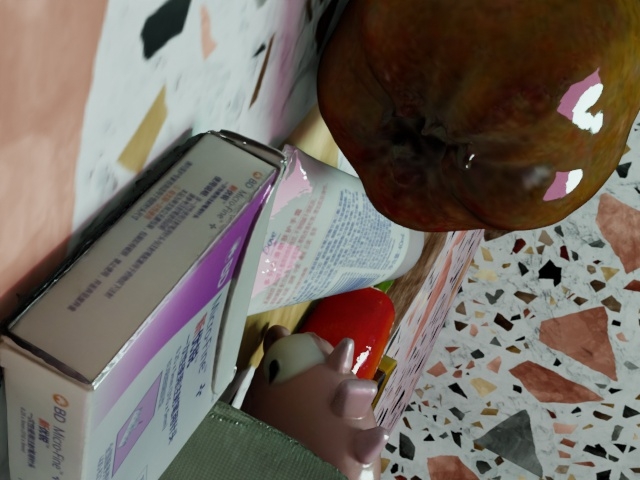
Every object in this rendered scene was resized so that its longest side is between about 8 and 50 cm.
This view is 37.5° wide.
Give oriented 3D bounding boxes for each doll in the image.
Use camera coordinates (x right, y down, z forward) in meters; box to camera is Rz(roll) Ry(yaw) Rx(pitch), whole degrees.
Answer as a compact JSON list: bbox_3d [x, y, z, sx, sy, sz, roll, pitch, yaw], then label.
[{"bbox_3d":[-0.012,0.181,0.754,0.211,0.093,0.261,-42,-134,44],"label":"doll"}]

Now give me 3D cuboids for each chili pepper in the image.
[{"bbox_3d":[-0.020,0.162,0.966,0.368,0.092,0.137,-54,-175,-12],"label":"chili pepper"}]

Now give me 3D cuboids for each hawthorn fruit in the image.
[{"bbox_3d":[0.116,-0.123,0.619,0.248,0.208,0.208,-53,164,-42],"label":"hawthorn fruit"}]

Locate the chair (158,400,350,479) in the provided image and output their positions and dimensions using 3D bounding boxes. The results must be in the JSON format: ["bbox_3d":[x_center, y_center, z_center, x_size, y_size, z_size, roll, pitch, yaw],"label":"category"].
[{"bbox_3d":[-0.115,0.279,0.603,0.319,0.160,0.186,-62,170,6],"label":"chair"}]

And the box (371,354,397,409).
[{"bbox_3d":[0.033,0.250,1.377,0.152,0.070,0.237,-65,170,10],"label":"box"}]

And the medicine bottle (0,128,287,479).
[{"bbox_3d":[-0.094,0.062,0.487,0.171,0.052,0.201,-52,165,-44],"label":"medicine bottle"}]

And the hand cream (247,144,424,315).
[{"bbox_3d":[0.000,0.000,0.720,0.248,0.083,0.133,3,113,-65],"label":"hand cream"}]
